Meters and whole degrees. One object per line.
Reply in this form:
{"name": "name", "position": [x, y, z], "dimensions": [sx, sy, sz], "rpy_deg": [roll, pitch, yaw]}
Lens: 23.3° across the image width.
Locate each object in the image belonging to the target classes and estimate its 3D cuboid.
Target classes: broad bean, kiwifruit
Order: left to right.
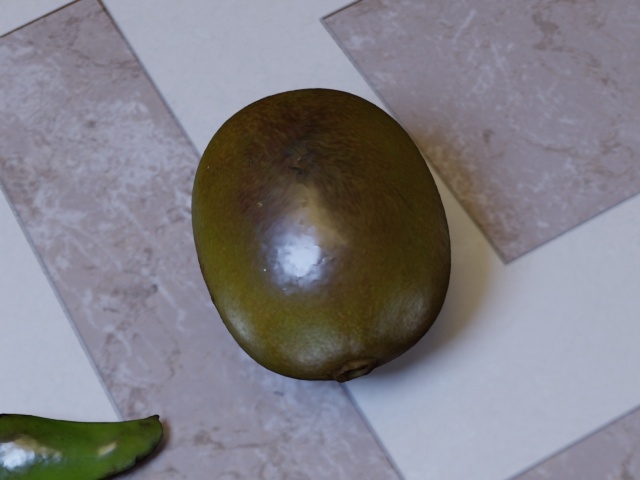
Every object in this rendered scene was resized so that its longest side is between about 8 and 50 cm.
{"name": "broad bean", "position": [-0.289, 0.184, 1.202], "dimensions": [0.339, 0.061, 0.077], "rpy_deg": [-17, 61, 0]}
{"name": "kiwifruit", "position": [0.000, 0.000, 1.199], "dimensions": [0.196, 0.196, 0.234], "rpy_deg": [-11, 60, 3]}
